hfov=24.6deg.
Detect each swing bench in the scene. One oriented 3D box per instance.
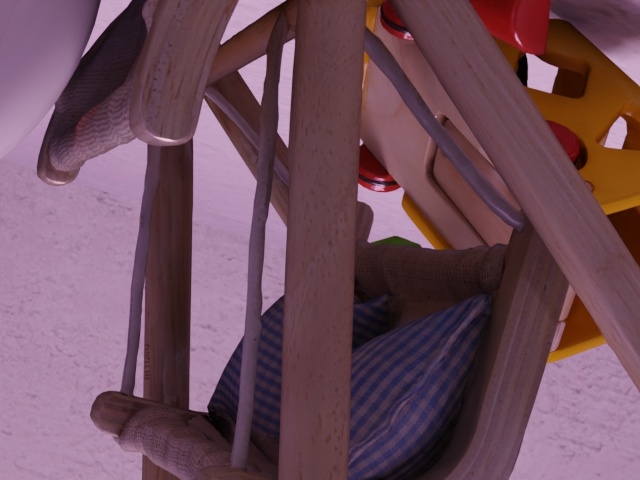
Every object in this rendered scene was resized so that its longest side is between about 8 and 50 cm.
[{"bbox_3d":[0.000,0.000,0.499,0.165,0.254,0.253,-17,-177,-16],"label":"swing bench"}]

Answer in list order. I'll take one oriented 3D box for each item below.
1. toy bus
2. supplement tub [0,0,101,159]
[{"bbox_3d":[0.088,-0.046,0.646,0.104,0.202,0.191,-15,-177,-26],"label":"toy bus"},{"bbox_3d":[-0.195,-0.099,0.563,0.191,0.191,0.272,19,174,-17],"label":"supplement tub"}]
